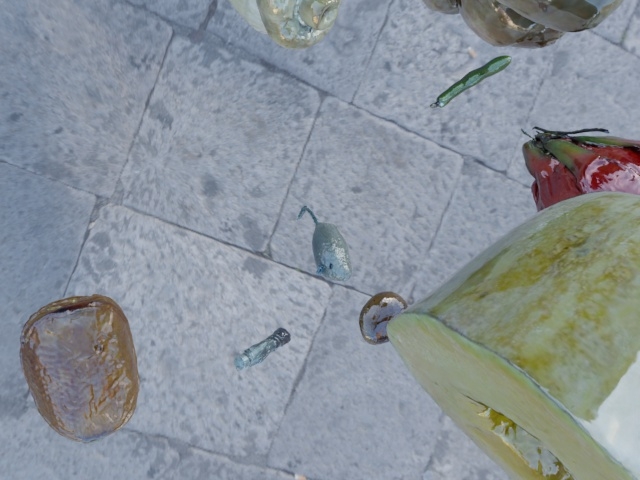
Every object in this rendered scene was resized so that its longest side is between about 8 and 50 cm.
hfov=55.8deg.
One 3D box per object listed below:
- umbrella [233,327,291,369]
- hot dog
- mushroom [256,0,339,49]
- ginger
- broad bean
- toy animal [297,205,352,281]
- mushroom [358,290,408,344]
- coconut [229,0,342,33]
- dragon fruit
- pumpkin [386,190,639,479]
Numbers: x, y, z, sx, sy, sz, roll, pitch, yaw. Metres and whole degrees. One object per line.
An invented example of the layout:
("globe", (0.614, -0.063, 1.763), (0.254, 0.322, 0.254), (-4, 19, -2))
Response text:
("umbrella", (-0.128, 0.249, 1.374), (0.046, 0.188, 0.050), (-3, 101, 28))
("hot dog", (-0.431, 0.231, 1.105), (0.196, 0.122, 0.272), (-18, 110, -26))
("mushroom", (-0.026, -0.339, 0.840), (0.148, 0.148, 0.112), (-44, 72, -6))
("ginger", (0.191, -0.297, 0.627), (0.245, 0.304, 0.155), (38, 91, 5))
("broad bean", (0.378, -0.401, 1.533), (0.227, 0.069, 0.039), (-33, 106, 17))
("toy animal", (-0.001, -0.009, 1.268), (0.079, 0.252, 0.070), (-46, 135, 16))
("mushroom", (0.137, 0.169, 1.293), (0.123, 0.052, 0.123), (-7, 105, -28))
("coconut", (-0.100, -0.617, 1.324), (0.329, 0.329, 0.328), (-2, 98, -15))
("dragon fruit", (0.401, -0.060, 0.898), (0.293, 0.234, 0.233), (38, 86, 5))
("pumpkin", (0.230, 0.112, 0.465), (0.199, 0.332, 0.332), (-43, 105, -7))
